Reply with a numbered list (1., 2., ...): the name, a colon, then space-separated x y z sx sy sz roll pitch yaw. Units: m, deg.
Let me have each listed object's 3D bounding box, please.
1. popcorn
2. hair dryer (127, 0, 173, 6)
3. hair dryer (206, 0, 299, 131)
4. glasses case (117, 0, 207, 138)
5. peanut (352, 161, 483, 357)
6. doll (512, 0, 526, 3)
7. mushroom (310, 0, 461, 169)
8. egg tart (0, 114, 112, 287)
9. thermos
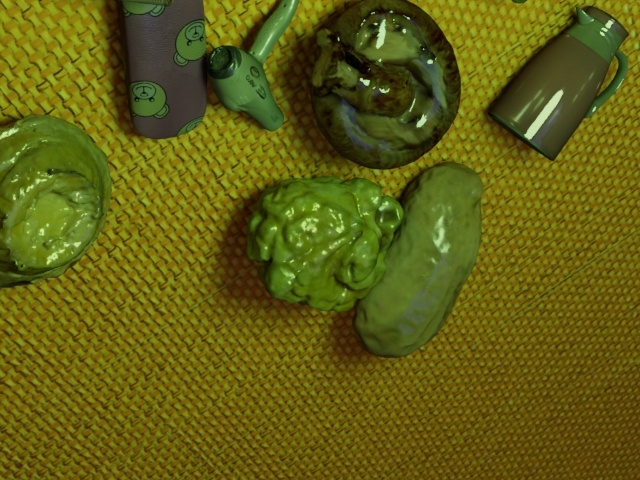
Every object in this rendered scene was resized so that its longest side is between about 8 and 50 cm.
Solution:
1. popcorn: 0.000 0.000 2.005 0.250 0.235 0.242 11 94 -55
2. hair dryer: -0.286 -0.442 1.621 0.195 0.053 0.220 8 92 5
3. hair dryer: -0.083 -0.269 1.865 0.225 0.088 0.219 -50 153 -26
4. glasses case: -0.232 -0.294 1.757 0.123 0.076 0.316 -14 129 -19
5. peanut: 0.180 0.037 2.158 0.169 0.192 0.387 17 106 -40
6. doll: 0.259 -0.466 1.913 0.209 0.097 0.137 19 81 -21
7. mushroom: 0.088 -0.256 1.882 0.283 0.195 0.263 20 105 -55
8. egg tart: -0.423 -0.043 1.768 0.290 0.115 0.290 -25 130 -34
9. thermos: 0.442 -0.281 2.102 0.176 0.146 0.265 33 97 -35
